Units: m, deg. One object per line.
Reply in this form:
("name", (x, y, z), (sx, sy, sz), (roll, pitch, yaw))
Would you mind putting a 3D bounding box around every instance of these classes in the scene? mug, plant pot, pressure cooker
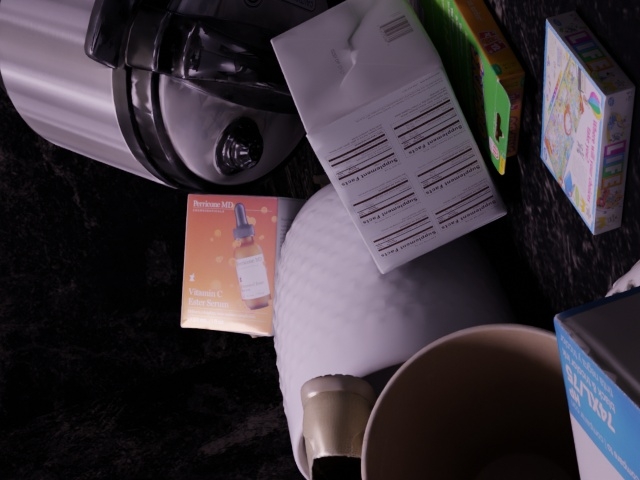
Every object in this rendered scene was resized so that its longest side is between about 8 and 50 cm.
("mug", (0.107, 0.113, 1.484), (0.374, 0.276, 0.328), (40, -154, -41))
("plant pot", (0.192, 0.244, 1.249), (0.274, 0.256, 0.257), (57, -169, -65))
("pressure cooker", (-0.178, -0.253, 1.673), (0.420, 0.370, 0.376), (21, 141, 38))

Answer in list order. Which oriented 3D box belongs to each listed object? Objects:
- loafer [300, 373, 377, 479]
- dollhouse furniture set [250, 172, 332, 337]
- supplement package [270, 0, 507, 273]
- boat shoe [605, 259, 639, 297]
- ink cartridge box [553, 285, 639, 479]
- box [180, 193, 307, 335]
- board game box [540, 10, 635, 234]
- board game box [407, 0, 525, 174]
("loafer", (0.034, 0.245, 1.281), (0.092, 0.101, 0.269), (-78, -26, -42))
("dollhouse furniture set", (0.000, 0.000, 1.810), (0.303, 0.286, 0.198), (-164, 66, -77))
("supplement package", (0.070, -0.119, 1.306), (0.203, 0.149, 0.194), (59, -173, -39))
("boat shoe", (0.245, 0.053, 0.901), (0.267, 0.088, 0.096), (97, 155, -72))
("ink cartridge box", (0.261, 0.162, 0.630), (0.197, 0.198, 0.270), (-126, 21, -64))
("box", (-0.095, 0.029, 1.587), (0.091, 0.130, 0.171), (2, -90, -67))
("board game box", (0.214, -0.094, 1.024), (0.154, 0.026, 0.103), (82, 168, -48))
("board game box", (0.144, -0.197, 1.256), (0.124, 0.039, 0.259), (83, 170, -56))
